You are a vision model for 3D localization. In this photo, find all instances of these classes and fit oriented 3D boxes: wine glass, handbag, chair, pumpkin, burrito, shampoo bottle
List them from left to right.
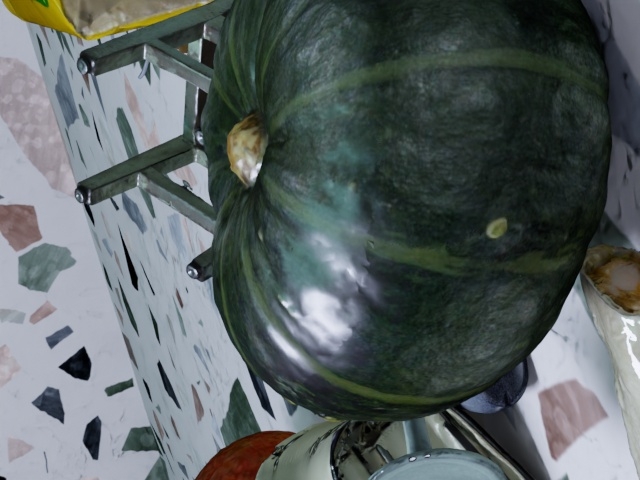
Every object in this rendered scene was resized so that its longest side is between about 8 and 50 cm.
[{"bbox_3d":[-0.047,-0.103,0.975,0.147,0.270,0.136,30,131,27],"label":"chair"},{"bbox_3d":[-0.028,0.079,0.890,0.309,0.264,0.096,-99,2,-51],"label":"wine glass"},{"bbox_3d":[0.044,-0.043,0.733,0.300,0.207,0.300,-18,70,61],"label":"pumpkin"},{"bbox_3d":[0.067,0.257,1.098,0.237,0.160,0.358,53,162,3],"label":"handbag"},{"bbox_3d":[0.096,0.090,1.020,0.233,0.049,0.087,176,81,-73],"label":"shampoo bottle"},{"bbox_3d":[0.201,0.112,0.691,0.087,0.060,0.226,-165,57,-76],"label":"burrito"}]

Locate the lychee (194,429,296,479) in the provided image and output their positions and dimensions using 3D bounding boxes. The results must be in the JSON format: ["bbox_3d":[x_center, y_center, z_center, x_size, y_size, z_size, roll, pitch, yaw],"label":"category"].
[{"bbox_3d":[-0.054,0.356,1.524,0.255,0.300,0.255,15,115,36],"label":"lychee"}]

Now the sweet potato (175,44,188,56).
[{"bbox_3d":[-0.179,-0.261,1.489,0.206,0.060,0.068,53,-167,19],"label":"sweet potato"}]

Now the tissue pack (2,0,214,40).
[{"bbox_3d":[-0.215,-0.358,1.190,0.382,0.228,0.293,-151,46,-64],"label":"tissue pack"}]

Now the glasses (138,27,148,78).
[{"bbox_3d":[-0.150,-0.213,1.364,0.062,0.103,0.140,-149,45,-68],"label":"glasses"}]
